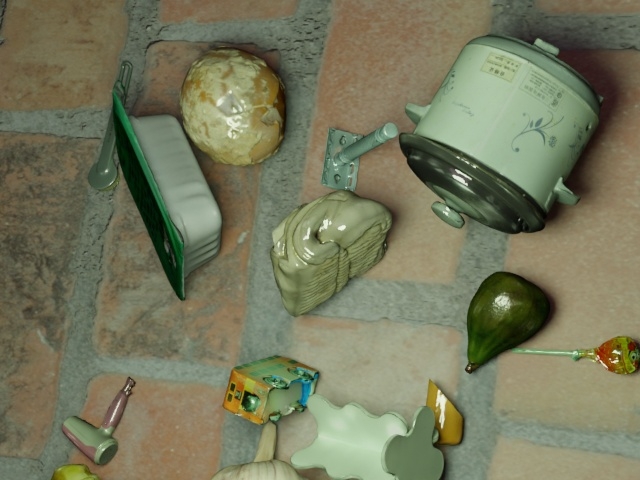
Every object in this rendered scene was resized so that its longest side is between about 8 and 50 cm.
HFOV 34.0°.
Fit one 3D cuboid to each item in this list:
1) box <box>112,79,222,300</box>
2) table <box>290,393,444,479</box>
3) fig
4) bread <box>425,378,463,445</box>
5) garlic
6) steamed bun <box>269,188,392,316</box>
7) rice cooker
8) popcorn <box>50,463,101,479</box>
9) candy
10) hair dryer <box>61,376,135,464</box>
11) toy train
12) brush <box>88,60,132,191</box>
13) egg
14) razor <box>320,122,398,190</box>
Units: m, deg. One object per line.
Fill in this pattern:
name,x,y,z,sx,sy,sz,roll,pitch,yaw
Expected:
box,-0.262,-0.088,1.838,0.106,0.264,0.337,-21,69,-16
table,0.068,0.321,1.627,0.198,0.166,0.166,6,78,40
fig,0.275,0.130,1.648,0.117,0.117,0.177,45,116,23
bread,0.196,0.274,1.660,0.062,0.049,0.103,4,80,21
garlic,-0.089,0.382,1.684,0.199,0.199,0.226,-10,48,17
steamed bun,0.002,-0.001,1.722,0.211,0.218,0.144,-32,65,-18
rice cooker,0.275,-0.152,1.624,0.316,0.264,0.316,-1,83,4
popcorn,-0.371,0.504,1.716,0.276,0.225,0.276,-7,76,30
candy,0.394,0.175,1.619,0.201,0.060,0.060,0,77,27
hair dryer,-0.380,0.312,1.867,0.106,0.054,0.154,34,80,28
toy train,-0.081,0.240,1.697,0.099,0.188,0.072,24,104,26
brush,-0.395,-0.221,2.014,0.062,0.027,0.266,4,74,20
egg,-0.152,-0.238,1.839,0.195,0.195,0.233,-26,55,12
razor,0.072,-0.154,1.731,0.068,0.232,0.106,12,79,-19
